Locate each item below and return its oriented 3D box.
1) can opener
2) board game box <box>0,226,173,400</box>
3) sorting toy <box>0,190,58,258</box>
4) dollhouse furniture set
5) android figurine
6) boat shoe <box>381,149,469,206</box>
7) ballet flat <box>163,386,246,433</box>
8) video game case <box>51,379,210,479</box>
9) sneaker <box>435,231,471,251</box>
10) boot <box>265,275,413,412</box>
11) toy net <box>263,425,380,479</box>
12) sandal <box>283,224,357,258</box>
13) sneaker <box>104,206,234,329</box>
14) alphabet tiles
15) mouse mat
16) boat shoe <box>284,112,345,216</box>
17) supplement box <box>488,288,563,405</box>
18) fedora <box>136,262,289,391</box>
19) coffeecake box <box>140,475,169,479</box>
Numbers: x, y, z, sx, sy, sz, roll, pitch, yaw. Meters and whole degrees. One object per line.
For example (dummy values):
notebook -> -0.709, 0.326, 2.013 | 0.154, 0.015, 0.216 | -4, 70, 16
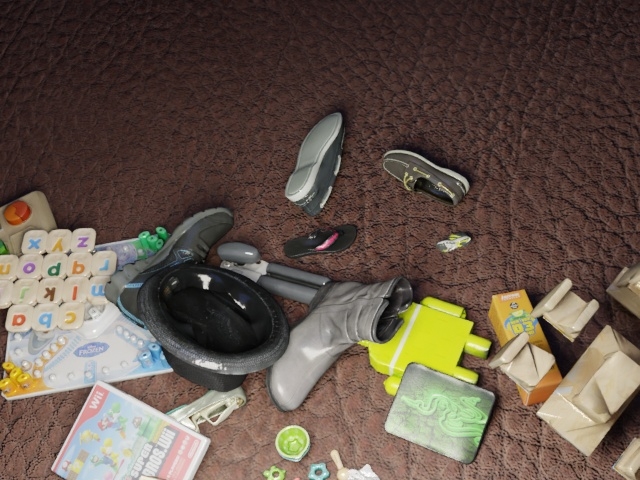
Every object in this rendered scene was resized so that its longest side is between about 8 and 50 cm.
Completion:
can opener -> -0.113, 0.072, 1.966 | 0.283, 0.095, 0.076 | 13, 55, 26
board game box -> -0.529, 0.154, 1.993 | 0.389, 0.050, 0.390 | -10, 51, 1
sorting toy -> -0.738, 0.016, 2.077 | 0.229, 0.041, 0.307 | -25, 51, -11
dollhouse furniture set -> 0.572, 0.222, 1.664 | 0.362, 0.256, 0.394 | 40, 79, 9
android figurine -> 0.213, 0.223, 1.827 | 0.272, 0.056, 0.248 | 15, 56, 19
boat shoe -> 0.243, -0.150, 2.099 | 0.227, 0.081, 0.069 | 24, 55, 21
ballet flat -> -0.249, 0.360, 1.779 | 0.213, 0.072, 0.068 | -29, 58, -15
video game case -> -0.379, 0.427, 1.729 | 0.285, 0.025, 0.204 | 22, 80, 24
sneaker -> 0.304, 0.002, 2.008 | 0.083, 0.031, 0.035 | -10, 38, -5
boot -> 0.040, 0.199, 1.772 | 0.222, 0.118, 0.338 | -7, 45, 46
toy net -> 0.007, 0.452, 1.684 | 0.232, 0.045, 0.122 | 18, 57, 21
sandal -> 0.000, 0.000, 2.042 | 0.179, 0.040, 0.067 | -14, 51, -3
sneaker -> -0.311, 0.060, 1.949 | 0.341, 0.125, 0.139 | -41, 75, -18
alphabet tiles -> -0.611, 0.089, 1.989 | 0.284, 0.021, 0.278 | -2, 53, -2
mouse mat -> 0.236, 0.340, 1.723 | 0.189, 0.007, 0.153 | 19, 77, 14
boat shoe -> 0.001, -0.191, 2.165 | 0.114, 0.091, 0.303 | -10, 44, 44
supplement box -> 0.419, 0.216, 1.789 | 0.078, 0.080, 0.233 | -12, 50, -4
fedora -> -0.228, 0.195, 1.787 | 0.334, 0.153, 0.334 | 12, 33, -8
coffeecake box -> -0.256, 0.528, 1.611 | 0.185, 0.068, 0.142 | 11, 76, 11
